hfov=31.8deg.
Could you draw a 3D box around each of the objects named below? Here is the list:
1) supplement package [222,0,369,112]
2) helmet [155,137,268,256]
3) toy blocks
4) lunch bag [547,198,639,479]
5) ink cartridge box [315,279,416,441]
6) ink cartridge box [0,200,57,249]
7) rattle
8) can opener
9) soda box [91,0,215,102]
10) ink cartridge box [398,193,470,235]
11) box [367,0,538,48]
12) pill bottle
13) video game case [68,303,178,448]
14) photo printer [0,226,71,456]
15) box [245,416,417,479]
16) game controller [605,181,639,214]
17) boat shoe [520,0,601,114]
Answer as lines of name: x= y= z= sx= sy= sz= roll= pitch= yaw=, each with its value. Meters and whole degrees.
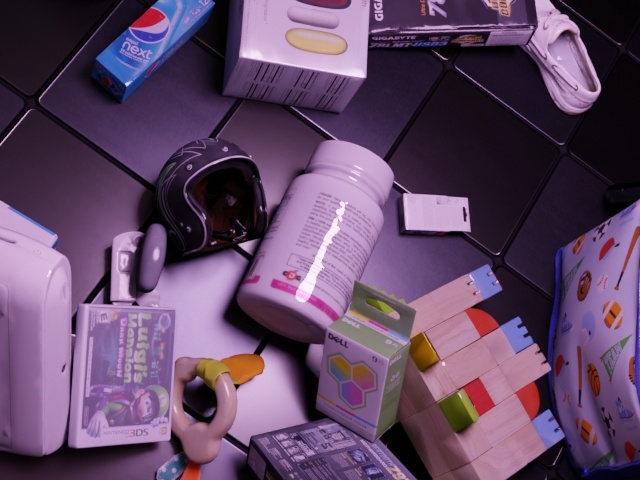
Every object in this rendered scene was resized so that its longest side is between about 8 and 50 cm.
supplement package: x=-0.039 y=-0.331 z=1.790 sx=0.203 sy=0.149 sz=0.194 roll=7 pitch=72 yaw=-14
helmet: x=-0.165 y=-0.068 z=1.662 sx=0.169 sy=0.169 sz=0.161 roll=-14 pitch=87 yaw=-20
toy blocks: x=0.233 y=0.210 z=1.707 sx=0.261 sy=0.191 sz=0.381 roll=-22 pitch=79 yaw=-40
lunch bag: x=0.501 y=0.170 z=1.717 sx=0.239 sy=0.328 sz=0.385 roll=15 pitch=70 yaw=-7
ink cartridge box: x=0.063 y=0.174 z=1.613 sx=0.109 sy=0.209 sz=0.062 roll=26 pitch=35 yaw=27
ink cartridge box: x=-0.443 y=0.009 z=1.544 sx=0.140 sy=0.191 sz=0.082 roll=32 pitch=69 yaw=-6
rattle: x=-0.159 y=0.268 z=1.643 sx=0.130 sy=0.143 sz=0.199 roll=0 pitch=89 yaw=16
can opener: x=-0.268 y=0.115 z=1.627 sx=0.074 sy=0.093 sz=0.280 roll=4 pitch=78 yaw=-17
soda box: x=-0.261 y=-0.315 z=1.759 sx=0.067 sy=0.071 sz=0.210 roll=42 pitch=67 yaw=-2
ink cartridge box: x=0.186 y=-0.041 z=1.840 sx=0.115 sy=0.029 sz=0.063 roll=3 pitch=73 yaw=-17
box: x=0.207 y=-0.475 z=1.924 sx=0.293 sy=0.073 sz=0.295 roll=-1 pitch=73 yaw=-6
pill bottle: x=0.000 y=0.000 z=1.699 sx=0.160 sy=0.160 sz=0.283 roll=28 pitch=69 yaw=-8
video game case: x=-0.267 y=0.184 z=1.540 sx=0.173 sy=0.022 sz=0.190 roll=8 pitch=84 yaw=-52
photo printer: x=-0.444 y=0.114 z=1.435 sx=0.256 sy=0.307 sz=0.107 roll=11 pitch=30 yaw=7
box: x=0.030 y=0.342 z=1.570 sx=0.183 sy=0.059 sz=0.233 roll=-9 pitch=33 yaw=-33
game controller: x=0.592 y=-0.056 z=1.818 sx=0.166 sy=0.319 sz=0.067 roll=13 pitch=88 yaw=-12
boat shoe: x=0.409 y=-0.358 z=1.963 sx=0.098 sy=0.096 sz=0.277 roll=-29 pitch=83 yaw=-19
